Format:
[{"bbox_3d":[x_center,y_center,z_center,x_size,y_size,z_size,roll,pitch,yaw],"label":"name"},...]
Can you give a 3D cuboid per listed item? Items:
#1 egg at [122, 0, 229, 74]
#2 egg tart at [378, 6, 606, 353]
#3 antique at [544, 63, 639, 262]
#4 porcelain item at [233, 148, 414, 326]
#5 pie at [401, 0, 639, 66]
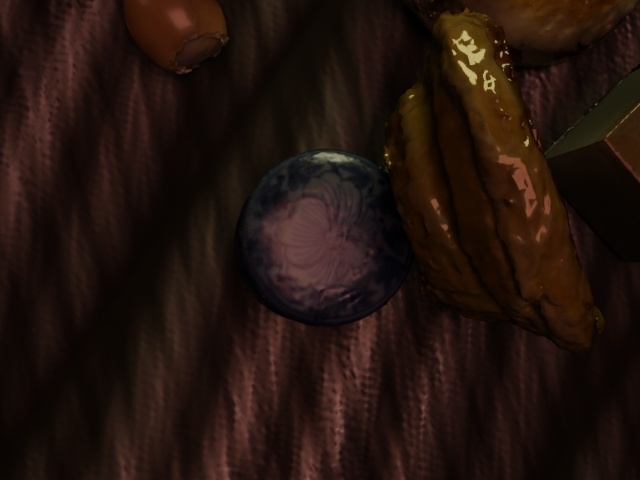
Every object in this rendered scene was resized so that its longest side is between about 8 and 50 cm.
[{"bbox_3d":[-0.129,-0.195,0.562,0.080,0.080,0.096,-32,84,-9],"label":"egg"},{"bbox_3d":[0.130,-0.039,0.516,0.115,0.290,0.290,-18,90,19],"label":"egg tart"},{"bbox_3d":[0.325,-0.079,0.595,0.152,0.148,0.146,-43,92,-6],"label":"antique"},{"bbox_3d":[0.000,0.000,0.555,0.147,0.114,0.147,0,87,-10],"label":"porcelain item"},{"bbox_3d":[0.190,-0.329,0.602,0.339,0.077,0.339,-4,103,-19],"label":"pie"}]
